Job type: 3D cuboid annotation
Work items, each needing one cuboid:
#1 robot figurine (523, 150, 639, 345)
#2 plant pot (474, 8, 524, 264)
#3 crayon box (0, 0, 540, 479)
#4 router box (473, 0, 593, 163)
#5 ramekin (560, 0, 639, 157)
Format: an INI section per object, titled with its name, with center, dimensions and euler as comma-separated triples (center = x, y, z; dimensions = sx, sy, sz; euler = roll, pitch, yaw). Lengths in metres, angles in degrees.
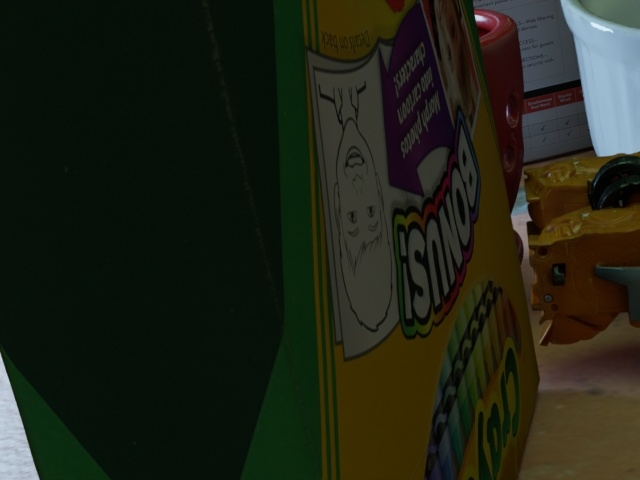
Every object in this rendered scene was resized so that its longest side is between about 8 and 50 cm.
[robot figurine]
center = 0.261, -0.007, 0.830
dimensions = 0.291, 0.085, 0.211
euler = -3, 20, 8
[plant pot]
center = 0.040, -0.045, 0.939
dimensions = 0.191, 0.174, 0.191
euler = -10, 19, 4
[crayon box]
center = 0.000, 0.000, 0.611
dimensions = 0.106, 0.313, 0.363
euler = -8, 19, 19
[router box]
center = 0.136, -0.211, 1.173
dimensions = 0.335, 0.301, 0.082
euler = -13, 19, -8
[ramekin]
center = 0.314, -0.128, 1.054
dimensions = 0.277, 0.135, 0.277
euler = -8, 26, 4
